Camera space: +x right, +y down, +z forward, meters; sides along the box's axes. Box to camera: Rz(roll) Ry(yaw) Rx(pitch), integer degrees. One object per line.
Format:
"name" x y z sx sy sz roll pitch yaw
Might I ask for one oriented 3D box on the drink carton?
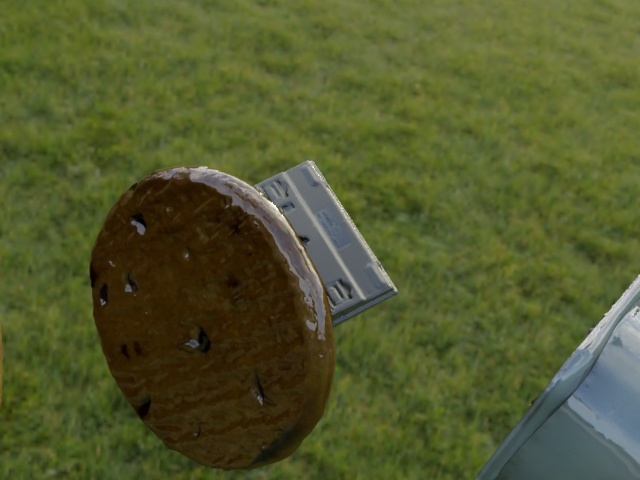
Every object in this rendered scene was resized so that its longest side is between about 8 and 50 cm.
"drink carton" 0.218 0.145 0.828 0.189 0.191 0.185 36 39 9

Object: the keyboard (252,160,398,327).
"keyboard" 0.000 0.000 0.836 0.049 0.015 0.129 -25 51 -10

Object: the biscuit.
"biscuit" -0.072 0.050 0.844 0.212 0.212 0.036 32 32 29

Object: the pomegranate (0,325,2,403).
"pomegranate" -0.341 0.083 0.831 0.281 0.281 0.281 8 32 -5
